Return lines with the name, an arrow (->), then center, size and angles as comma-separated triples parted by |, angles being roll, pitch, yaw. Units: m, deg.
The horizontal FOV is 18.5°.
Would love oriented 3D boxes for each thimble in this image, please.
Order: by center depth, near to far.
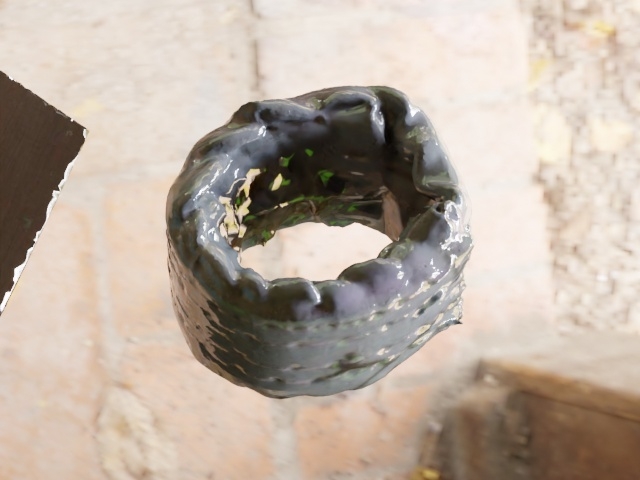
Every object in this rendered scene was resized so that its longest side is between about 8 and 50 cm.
thimble -> -0.002, 0.002, 0.992 | 0.151, 0.118, 0.127 | -19, 66, -11

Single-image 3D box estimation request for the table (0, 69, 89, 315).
table -> -0.313, -0.039, 1.477 | 0.172, 0.193, 0.169 | 35, 64, -26
